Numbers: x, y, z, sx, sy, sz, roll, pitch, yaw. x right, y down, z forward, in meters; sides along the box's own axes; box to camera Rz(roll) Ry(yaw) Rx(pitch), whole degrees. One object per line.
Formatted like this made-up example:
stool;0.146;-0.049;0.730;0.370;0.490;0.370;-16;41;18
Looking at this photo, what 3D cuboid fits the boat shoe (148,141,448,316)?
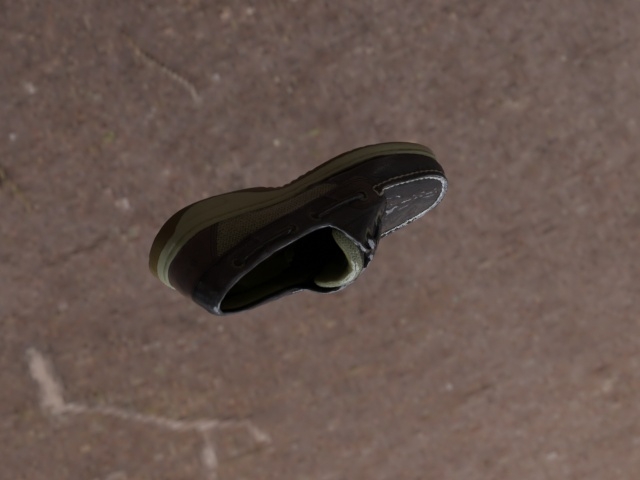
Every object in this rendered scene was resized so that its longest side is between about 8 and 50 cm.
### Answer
boat shoe;0.000;-0.001;0.997;0.224;0.073;0.080;-17;143;-35
